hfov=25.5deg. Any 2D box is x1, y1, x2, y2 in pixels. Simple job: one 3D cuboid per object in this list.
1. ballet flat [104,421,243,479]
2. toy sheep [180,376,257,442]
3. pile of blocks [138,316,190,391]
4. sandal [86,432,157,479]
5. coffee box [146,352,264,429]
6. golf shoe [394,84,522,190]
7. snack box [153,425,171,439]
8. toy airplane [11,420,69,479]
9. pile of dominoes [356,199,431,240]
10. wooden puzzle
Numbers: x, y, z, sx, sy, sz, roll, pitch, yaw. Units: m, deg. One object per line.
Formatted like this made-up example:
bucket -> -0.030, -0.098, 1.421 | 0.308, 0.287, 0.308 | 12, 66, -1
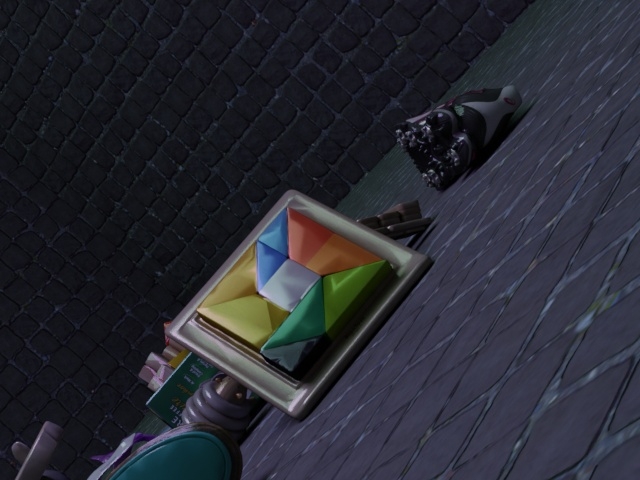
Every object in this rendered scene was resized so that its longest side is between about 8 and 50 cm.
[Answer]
ballet flat -> -0.189, 0.312, 1.398 | 0.342, 0.116, 0.124 | -52, -17, 5
toy sheep -> -0.128, 0.219, 1.726 | 0.132, 0.091, 0.091 | -63, 0, 14
pile of blocks -> -0.163, 0.122, 2.212 | 0.362, 0.113, 0.149 | -36, -31, -49
sandal -> -0.358, 0.411, 2.367 | 0.416, 0.102, 0.169 | -47, 3, 22
coffee box -> -0.123, 0.179, 1.818 | 0.184, 0.113, 0.040 | -51, -14, -13
golf shoe -> 0.182, -0.139, 1.867 | 0.120, 0.105, 0.273 | -33, 6, -11
snack box -> -0.263, 0.354, 1.990 | 0.187, 0.060, 0.322 | -44, 1, 5
toy airplane -> -0.397, 0.423, 1.558 | 0.386, 0.272, 0.384 | -35, 40, 43
pile of dominoes -> 0.000, 0.000, 1.729 | 0.251, 0.040, 0.196 | -12, -6, -22
wooden puzzle -> -0.031, 0.056, 1.502 | 0.239, 0.044, 0.221 | 26, 69, 42
